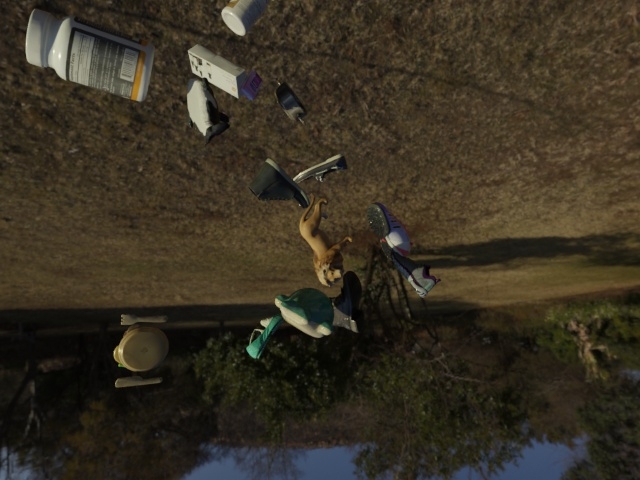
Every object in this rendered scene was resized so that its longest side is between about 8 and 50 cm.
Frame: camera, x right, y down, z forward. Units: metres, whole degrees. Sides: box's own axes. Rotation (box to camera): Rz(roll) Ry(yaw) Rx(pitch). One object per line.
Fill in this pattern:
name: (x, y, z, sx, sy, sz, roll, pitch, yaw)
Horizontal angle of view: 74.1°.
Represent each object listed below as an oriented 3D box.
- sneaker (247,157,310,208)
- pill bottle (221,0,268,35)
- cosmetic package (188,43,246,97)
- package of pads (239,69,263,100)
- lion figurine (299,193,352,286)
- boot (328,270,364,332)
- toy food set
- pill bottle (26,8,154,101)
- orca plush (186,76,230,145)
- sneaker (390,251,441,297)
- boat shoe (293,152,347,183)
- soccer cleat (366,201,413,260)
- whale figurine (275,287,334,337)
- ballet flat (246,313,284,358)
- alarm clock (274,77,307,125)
sneaker: (-0.133, -0.149, 1.357, 0.222, 0.118, 0.083, 44, 174, -38)
pill bottle: (-0.311, -1.022, 1.842, 0.131, 0.229, 0.131, 34, 170, 7)
cosmetic package: (-0.387, -0.637, 1.598, 0.060, 0.239, 0.099, -50, 162, -26)
package of pads: (-0.215, -0.484, 1.324, 0.031, 0.083, 0.050, 1, 149, 36)
lion figurine: (0.000, 0.000, 1.933, 0.240, 0.392, 0.142, -39, -174, -26)
boot: (0.039, 0.230, 1.578, 0.228, 0.263, 0.091, 4, -160, 32)
toy food set: (-0.469, 0.282, 1.115, 0.132, 0.192, 0.038, 5, -174, -28)
pill bottle: (-0.593, -0.484, 1.114, 0.278, 0.162, 0.162, 11, 161, -26)
orca plush: (-0.293, -0.362, 1.183, 0.102, 0.151, 0.287, 5, -152, -35)
sneaker: (0.346, 0.103, 1.543, 0.098, 0.224, 0.083, -40, 136, 8)
boat shoe: (0.001, -0.244, 1.529, 0.206, 0.065, 0.075, -24, -171, 10)
soccer cleat: (0.274, -0.047, 1.643, 0.108, 0.116, 0.318, 28, 157, 47)
whale figurine: (-0.043, 0.218, 1.361, 0.216, 0.141, 0.272, 28, 172, 16)
ballet flat: (-0.245, 0.402, 1.883, 0.087, 0.247, 0.083, 32, 150, 5)
alarm clock: (-0.095, -0.449, 1.423, 0.064, 0.192, 0.129, -36, 151, 11)
